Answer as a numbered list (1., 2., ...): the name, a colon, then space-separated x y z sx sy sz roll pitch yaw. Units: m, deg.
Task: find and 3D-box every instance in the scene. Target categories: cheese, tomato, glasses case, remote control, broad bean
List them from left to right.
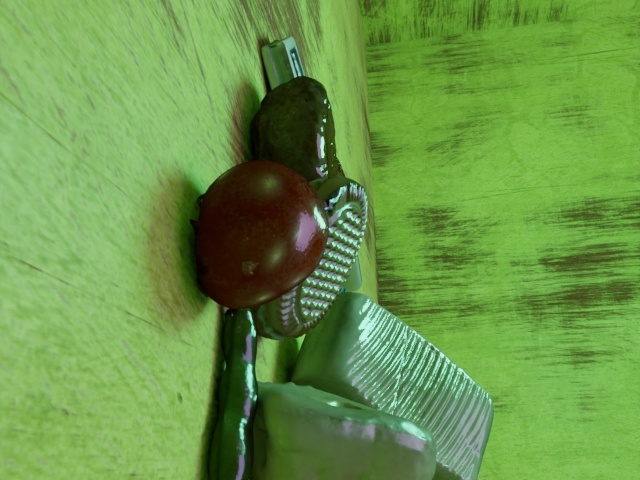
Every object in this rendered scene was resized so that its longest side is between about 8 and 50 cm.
1. broad bean: -0.097 0.184 0.746 0.065 0.046 0.255 60 24 -54
2. tomato: -0.065 -0.007 0.728 0.167 0.167 0.167 -5 90 -81
3. remote control: -0.037 -0.229 1.191 0.103 0.055 0.277 -74 149 -67
4. cheese: 0.023 0.307 0.837 0.173 0.247 0.251 180 -88 -65
5. glasses case: 0.063 0.059 1.705 0.051 0.081 0.204 -87 170 -48

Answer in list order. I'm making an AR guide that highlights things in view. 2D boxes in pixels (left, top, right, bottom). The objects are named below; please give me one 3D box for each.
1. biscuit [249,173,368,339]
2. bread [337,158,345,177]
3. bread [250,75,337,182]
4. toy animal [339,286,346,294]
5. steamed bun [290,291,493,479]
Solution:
1. biscuit: -0.016 0.027 0.919 0.259 0.079 0.259 -48 152 -37
2. bread: 0.029 -0.134 1.649 0.193 0.063 0.193 -6 90 -78
3. bread: -0.039 -0.144 1.042 0.230 0.123 0.230 -5 90 -84
4. toy animal: 0.024 0.190 1.349 0.103 0.100 0.208 26 48 -39
5. steamed bun: 0.107 0.291 1.171 0.383 0.236 0.247 39 47 -12
